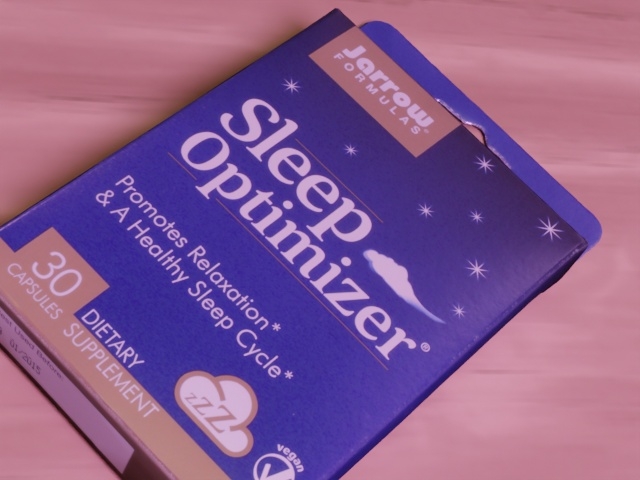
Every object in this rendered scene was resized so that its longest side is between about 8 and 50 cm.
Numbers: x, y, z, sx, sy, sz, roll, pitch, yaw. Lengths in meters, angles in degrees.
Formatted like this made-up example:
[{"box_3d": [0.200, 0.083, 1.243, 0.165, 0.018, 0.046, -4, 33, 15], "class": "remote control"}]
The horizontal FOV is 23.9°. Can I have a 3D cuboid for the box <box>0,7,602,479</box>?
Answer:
[{"box_3d": [0.000, 0.000, 0.546, 0.136, 0.036, 0.225, 44, 54, 11], "class": "box"}]
